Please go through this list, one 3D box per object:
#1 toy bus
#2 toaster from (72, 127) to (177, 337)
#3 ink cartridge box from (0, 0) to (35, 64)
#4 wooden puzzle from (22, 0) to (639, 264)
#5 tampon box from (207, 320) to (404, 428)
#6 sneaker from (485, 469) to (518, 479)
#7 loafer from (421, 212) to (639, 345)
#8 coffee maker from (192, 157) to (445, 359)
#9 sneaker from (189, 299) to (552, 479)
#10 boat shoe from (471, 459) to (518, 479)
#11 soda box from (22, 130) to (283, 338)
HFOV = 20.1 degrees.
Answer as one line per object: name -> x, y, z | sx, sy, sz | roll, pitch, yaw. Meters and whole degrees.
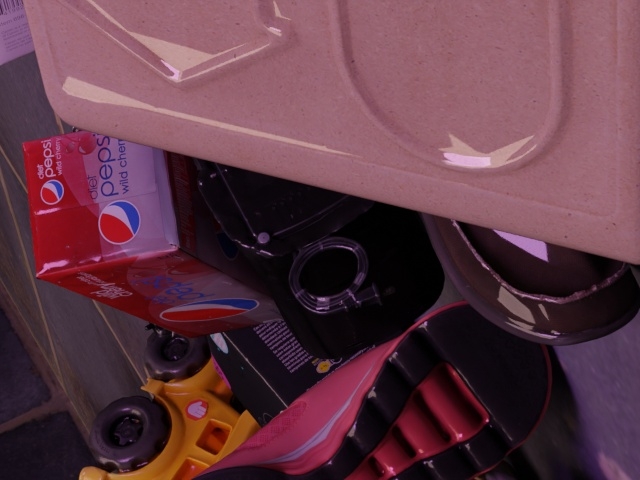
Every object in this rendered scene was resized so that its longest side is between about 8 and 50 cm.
toy bus -> -0.084, 0.193, 1.690 | 0.211, 0.220, 0.149 | 14, 150, 30
toaster -> -0.134, -0.017, 1.594 | 0.186, 0.110, 0.168 | 57, 164, 24
ink cartridge box -> -0.217, -0.262, 1.382 | 0.092, 0.158, 0.218 | 54, 161, 33
wooden puzzle -> -0.002, -0.157, 0.782 | 0.322, 0.080, 0.348 | 15, 140, 25
tampon box -> 0.002, 0.097, 1.301 | 0.161, 0.101, 0.120 | 48, 164, 23
sneaker -> 0.112, 0.213, 1.146 | 0.121, 0.099, 0.262 | 41, 151, 10
loafer -> 0.082, -0.038, 0.909 | 0.220, 0.080, 0.078 | 53, 162, 35
coffee maker -> 0.000, 0.000, 1.057 | 0.178, 0.120, 0.171 | 58, -154, -60
sneaker -> 0.001, 0.153, 1.089 | 0.116, 0.314, 0.136 | 56, 175, -1
boat shoe -> 0.052, 0.152, 1.180 | 0.059, 0.170, 0.063 | -106, 29, -77
soda box -> -0.091, -0.002, 1.136 | 0.263, 0.092, 0.083 | 36, -136, -71
